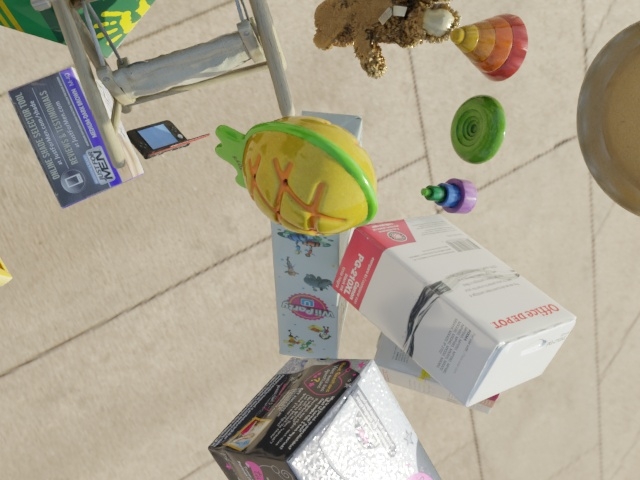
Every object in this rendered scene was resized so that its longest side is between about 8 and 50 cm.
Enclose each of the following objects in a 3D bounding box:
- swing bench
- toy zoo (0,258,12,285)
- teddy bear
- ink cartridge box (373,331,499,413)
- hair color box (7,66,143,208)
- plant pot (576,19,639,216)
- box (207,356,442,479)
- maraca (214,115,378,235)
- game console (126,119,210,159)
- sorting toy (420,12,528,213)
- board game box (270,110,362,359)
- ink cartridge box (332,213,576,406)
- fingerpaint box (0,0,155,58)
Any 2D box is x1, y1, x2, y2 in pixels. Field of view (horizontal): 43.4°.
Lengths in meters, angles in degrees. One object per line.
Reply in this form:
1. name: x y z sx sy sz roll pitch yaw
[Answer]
1. swing bench: -0.188 -0.265 1.027 0.253 0.165 0.254 -15 129 2
2. toy zoo: -0.695 -0.019 1.536 0.030 0.293 0.192 -38 159 -2
3. teddy bear: 0.145 -0.456 1.642 0.113 0.338 0.245 9 67 -51
4. ink cartridge box: 0.175 0.155 1.150 0.128 0.176 0.127 73 34 -70
5. hair color box: -0.384 -0.167 1.313 0.110 0.339 0.185 -23 100 -2
6. plant pot: 0.401 -0.138 0.918 0.032 0.236 0.236 -15 121 -36
7. box: 0.026 0.271 0.892 0.163 0.142 0.247 -44 115 -37
8. maraca: -0.025 -0.060 0.738 0.099 0.186 0.127 -51 131 -27
9. game console: -0.355 -0.247 1.869 0.144 0.124 0.085 -28 161 -48
10. sorting toy: 0.247 -0.227 1.419 0.126 0.127 0.365 4 105 -35
11. board game box: 0.000 0.000 1.175 0.098 0.224 0.303 7 138 8
12. ink cartridge box: 0.161 0.075 0.985 0.172 0.237 0.100 -9 130 -44
13. fingerpaint box: -0.483 -0.485 1.101 0.163 0.444 0.371 -44 163 19
